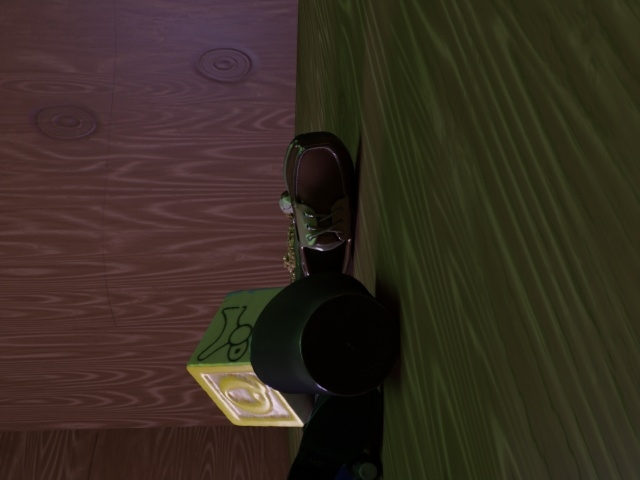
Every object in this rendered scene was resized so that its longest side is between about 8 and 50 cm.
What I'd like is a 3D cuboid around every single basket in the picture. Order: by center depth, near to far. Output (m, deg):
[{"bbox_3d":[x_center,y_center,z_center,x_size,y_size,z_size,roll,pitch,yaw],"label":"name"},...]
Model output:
[{"bbox_3d":[0.012,0.131,1.311,0.154,0.204,0.227,52,170,-6],"label":"basket"}]

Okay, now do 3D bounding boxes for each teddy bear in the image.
[{"bbox_3d":[-0.030,0.017,2.114,0.245,0.113,0.338,-133,42,-80],"label":"teddy bear"}]

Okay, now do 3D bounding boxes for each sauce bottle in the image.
[{"bbox_3d":[0.061,0.333,1.442,0.128,0.042,0.042,109,160,-82],"label":"sauce bottle"}]

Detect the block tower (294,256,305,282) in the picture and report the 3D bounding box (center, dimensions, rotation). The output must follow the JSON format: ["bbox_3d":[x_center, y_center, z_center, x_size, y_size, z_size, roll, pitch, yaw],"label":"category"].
[{"bbox_3d":[0.000,0.000,1.855,0.335,0.091,0.097,93,175,-46],"label":"block tower"}]

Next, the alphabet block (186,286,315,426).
[{"bbox_3d":[-0.107,0.226,1.904,0.193,0.192,0.197,55,-135,-31],"label":"alphabet block"}]

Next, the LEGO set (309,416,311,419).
[{"bbox_3d":[-0.024,0.337,2.092,0.132,0.107,0.287,-95,7,-45],"label":"LEGO set"}]

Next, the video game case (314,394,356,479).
[{"bbox_3d":[0.026,0.388,1.767,0.244,0.061,0.270,-98,9,-49],"label":"video game case"}]

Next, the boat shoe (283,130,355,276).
[{"bbox_3d":[0.010,-0.036,1.666,0.324,0.122,0.120,82,176,-45],"label":"boat shoe"}]

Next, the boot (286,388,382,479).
[{"bbox_3d":[0.020,0.266,1.500,0.263,0.091,0.229,-60,4,26],"label":"boot"}]
